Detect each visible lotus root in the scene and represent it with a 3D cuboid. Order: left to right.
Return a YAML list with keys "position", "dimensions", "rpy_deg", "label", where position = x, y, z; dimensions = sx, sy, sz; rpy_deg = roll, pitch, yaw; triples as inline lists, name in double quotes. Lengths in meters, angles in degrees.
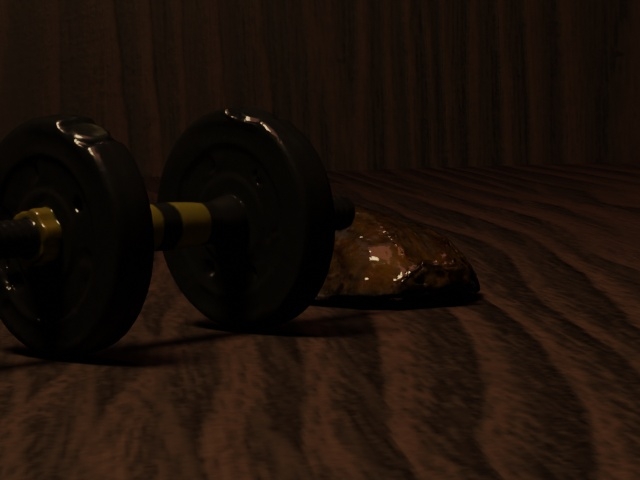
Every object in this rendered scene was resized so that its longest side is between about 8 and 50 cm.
- position: [0.000, 0.000, 1.450]
  dimensions: [0.167, 0.078, 0.329]
  rpy_deg: [-6, 6, -31]
  label: "lotus root"

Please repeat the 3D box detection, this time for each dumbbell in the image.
- position: [-0.099, -0.008, 1.167]
  dimensions: [0.325, 0.143, 0.143]
  rpy_deg: [-6, 7, -44]
  label: "dumbbell"
